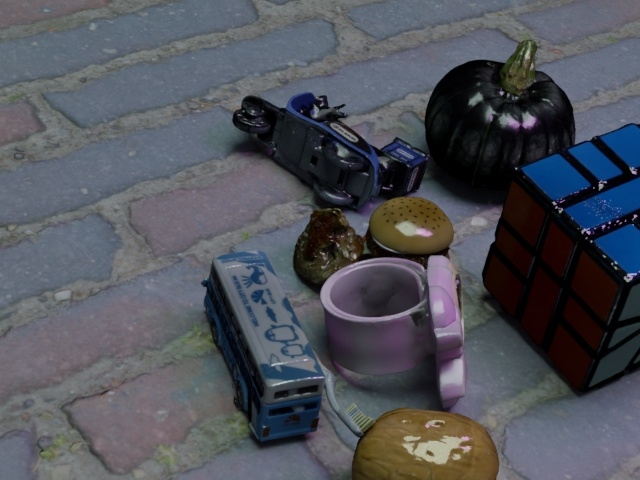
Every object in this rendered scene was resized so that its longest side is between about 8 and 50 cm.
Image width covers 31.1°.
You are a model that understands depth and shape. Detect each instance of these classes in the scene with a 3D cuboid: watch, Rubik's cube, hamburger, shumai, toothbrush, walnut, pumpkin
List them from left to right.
[{"bbox_3d":[-0.005,0.187,1.696,0.037,0.028,0.375,-41,30,-2],"label":"toothbrush"},{"bbox_3d":[0.001,0.003,1.928,0.123,0.105,0.139,-36,12,-6],"label":"shumai"},{"bbox_3d":[0.113,0.137,1.767,0.217,0.211,0.248,-5,30,9],"label":"watch"},{"bbox_3d":[0.147,-0.001,1.950,0.175,0.137,0.175,6,36,-4],"label":"hamburger"},{"bbox_3d":[0.142,0.307,1.561,0.197,0.165,0.165,9,39,3],"label":"walnut"},{"bbox_3d":[0.347,-0.239,2.176,0.295,0.296,0.296,6,39,-5],"label":"pumpkin"},{"bbox_3d":[0.465,0.024,1.847,0.288,0.294,0.283,-21,55,-27],"label":"Rubik's cube"}]

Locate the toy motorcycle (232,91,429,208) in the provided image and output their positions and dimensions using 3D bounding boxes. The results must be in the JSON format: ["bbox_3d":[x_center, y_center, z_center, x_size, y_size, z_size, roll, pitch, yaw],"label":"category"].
[{"bbox_3d":[0.008,-0.184,2.160,0.358,0.125,0.212,33,36,22],"label":"toy motorcycle"}]

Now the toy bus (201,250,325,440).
[{"bbox_3d":[-0.089,0.151,1.717,0.106,0.131,0.297,-7,43,-21],"label":"toy bus"}]
